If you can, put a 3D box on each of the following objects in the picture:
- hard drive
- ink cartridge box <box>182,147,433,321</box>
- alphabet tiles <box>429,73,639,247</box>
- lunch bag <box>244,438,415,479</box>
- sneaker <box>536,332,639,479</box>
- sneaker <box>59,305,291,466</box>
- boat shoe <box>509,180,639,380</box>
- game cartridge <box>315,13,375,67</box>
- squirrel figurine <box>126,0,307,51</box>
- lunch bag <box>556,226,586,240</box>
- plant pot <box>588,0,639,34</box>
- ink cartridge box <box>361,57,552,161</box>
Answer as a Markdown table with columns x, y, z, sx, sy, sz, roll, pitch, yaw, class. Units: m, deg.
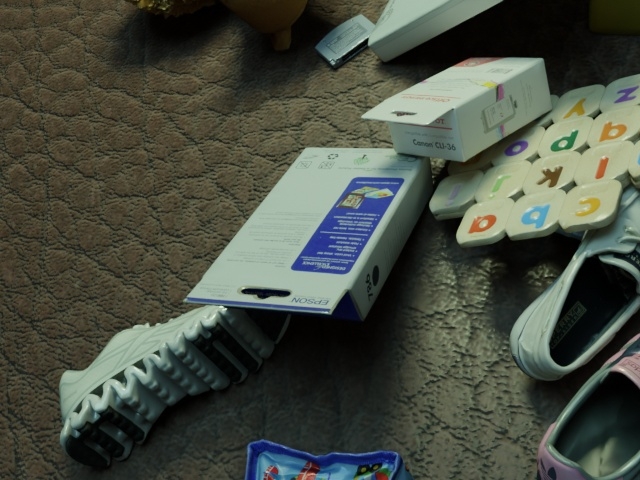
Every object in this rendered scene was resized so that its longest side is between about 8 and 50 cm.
| x | y | z | sx | sy | sz | roll | pitch | yaw | class |
| --- | --- | --- | --- | --- | --- | --- | --- | --- | --- |
| 0.215 | -0.367 | 1.201 | 0.353 | 0.047 | 0.233 | -16 | 41 | 58 | hard drive |
| 0.000 | 0.000 | 1.060 | 0.165 | 0.065 | 0.333 | 4 | 33 | 24 | ink cartridge box |
| 0.261 | -0.088 | 1.059 | 0.284 | 0.021 | 0.278 | -9 | 33 | 34 | alphabet tiles |
| 0.007 | 0.344 | 0.787 | 0.138 | 0.221 | 0.293 | 0 | 56 | 22 | lunch bag |
| 0.314 | 0.126 | 0.878 | 0.112 | 0.131 | 0.319 | 32 | 72 | 36 | sneaker |
| -0.171 | 0.127 | 1.096 | 0.292 | 0.110 | 0.118 | -31 | 42 | -2 | sneaker |
| 0.290 | 0.026 | 0.963 | 0.096 | 0.088 | 0.267 | 45 | 79 | -4 | boat shoe |
| 0.036 | -0.277 | 1.352 | 0.083 | 0.017 | 0.056 | -36 | 55 | -6 | game cartridge |
| -0.130 | -0.440 | 1.419 | 0.397 | 0.281 | 0.371 | -20 | 60 | 25 | squirrel figurine |
| 0.283 | -0.034 | 1.056 | 0.071 | 0.053 | 0.083 | 19 | 55 | 29 | lunch bag |
| 0.438 | -0.384 | 1.157 | 0.212 | 0.187 | 0.212 | 10 | 61 | 27 | plant pot |
| 0.156 | -0.146 | 1.115 | 0.198 | 0.067 | 0.115 | -30 | 26 | -31 | ink cartridge box |
